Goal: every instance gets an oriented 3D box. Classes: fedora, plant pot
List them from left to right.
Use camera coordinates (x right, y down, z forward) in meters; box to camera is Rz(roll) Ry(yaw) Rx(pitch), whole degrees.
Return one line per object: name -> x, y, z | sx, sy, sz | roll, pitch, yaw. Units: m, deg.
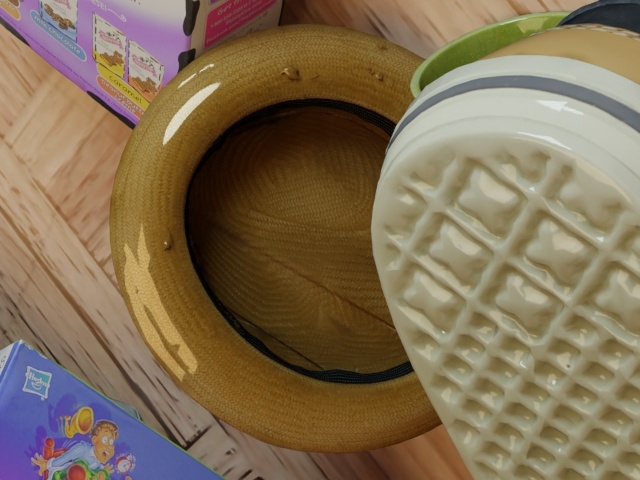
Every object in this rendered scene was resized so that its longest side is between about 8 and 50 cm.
fedora -> 0.000, 0.000, 0.762 | 0.194, 0.194, 0.079 | 63, 173, -4
plant pot -> 0.087, -0.040, 0.699 | 0.083, 0.083, 0.079 | 5, 125, 38

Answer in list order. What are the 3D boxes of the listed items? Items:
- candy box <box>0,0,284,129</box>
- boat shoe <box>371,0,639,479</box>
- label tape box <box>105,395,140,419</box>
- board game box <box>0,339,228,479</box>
candy box -> -0.092, -0.157, 0.756 | 0.165, 0.070, 0.196 | 39, 147, 19
boat shoe -> 0.170, 0.126, 0.659 | 0.187, 0.156, 0.500 | -2, 123, 38
label tape box -> -0.213, 0.187, 1.004 | 0.348, 0.115, 0.249 | 20, 132, -14
board game box -> -0.087, 0.202, 0.838 | 0.347, 0.078, 0.233 | 39, 139, -25
